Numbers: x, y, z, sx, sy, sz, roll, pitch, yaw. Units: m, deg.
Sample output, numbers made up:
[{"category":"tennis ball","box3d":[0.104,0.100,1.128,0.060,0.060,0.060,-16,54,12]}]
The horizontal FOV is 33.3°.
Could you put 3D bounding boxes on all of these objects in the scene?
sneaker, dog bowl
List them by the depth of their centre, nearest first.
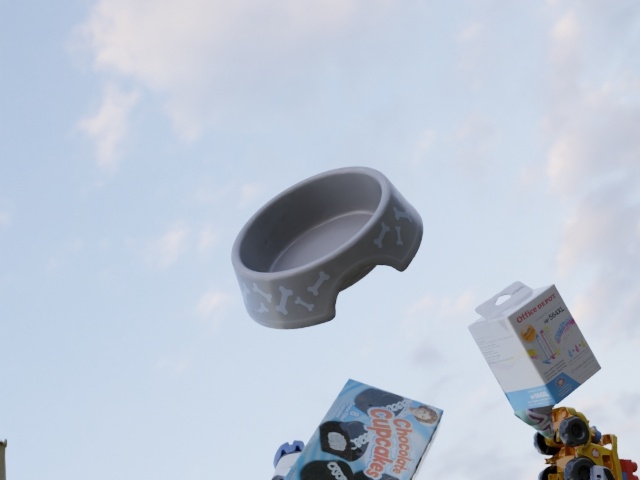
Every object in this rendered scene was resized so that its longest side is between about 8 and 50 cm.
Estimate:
[{"category":"sneaker","box3d":[0.313,0.231,1.474,0.069,0.038,0.098,-54,-41,0]},{"category":"dog bowl","box3d":[0.000,0.000,1.857,0.349,0.349,0.102,-35,-61,-11]},{"category":"sneaker","box3d":[0.025,0.500,2.207,0.182,0.316,0.127,-55,-50,-61]}]

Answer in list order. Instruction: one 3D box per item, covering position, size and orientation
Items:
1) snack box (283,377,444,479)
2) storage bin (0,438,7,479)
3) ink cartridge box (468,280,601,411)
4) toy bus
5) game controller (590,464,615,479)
[{"category":"snack box","box3d":[0.076,0.368,1.820,0.322,0.187,0.060,-50,-27,-56]},{"category":"storage bin","box3d":[-0.500,0.432,1.492,0.123,0.262,0.260,0,-27,-18]},{"category":"ink cartridge box","box3d":[0.264,0.127,1.348,0.092,0.143,0.090,-31,2,-29]},{"category":"toy bus","box3d":[0.601,0.485,2.376,0.212,0.220,0.149,3,-21,-18]},{"category":"game controller","box3d":[0.547,0.533,2.006,0.067,0.166,0.319,-30,-2,14]}]
